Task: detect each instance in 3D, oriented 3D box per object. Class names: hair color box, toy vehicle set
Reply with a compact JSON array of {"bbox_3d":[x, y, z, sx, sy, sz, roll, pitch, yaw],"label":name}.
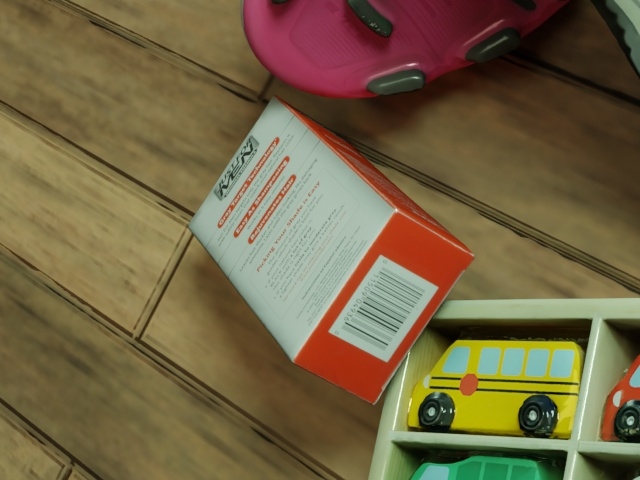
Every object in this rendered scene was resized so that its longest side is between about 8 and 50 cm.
[{"bbox_3d":[0.000,0.000,0.726,0.072,0.043,0.141,-56,29,8],"label":"hair color box"},{"bbox_3d":[0.123,0.103,0.602,0.267,0.035,0.166,-2,70,43],"label":"toy vehicle set"}]

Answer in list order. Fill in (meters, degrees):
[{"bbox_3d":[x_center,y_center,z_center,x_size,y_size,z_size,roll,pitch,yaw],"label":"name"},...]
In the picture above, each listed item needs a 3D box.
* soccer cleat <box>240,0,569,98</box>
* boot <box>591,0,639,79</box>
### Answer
[{"bbox_3d":[0.095,-0.191,0.723,0.331,0.116,0.143,-43,29,22],"label":"soccer cleat"},{"bbox_3d":[0.162,-0.134,0.590,0.179,0.085,0.236,-31,96,23],"label":"boot"}]
